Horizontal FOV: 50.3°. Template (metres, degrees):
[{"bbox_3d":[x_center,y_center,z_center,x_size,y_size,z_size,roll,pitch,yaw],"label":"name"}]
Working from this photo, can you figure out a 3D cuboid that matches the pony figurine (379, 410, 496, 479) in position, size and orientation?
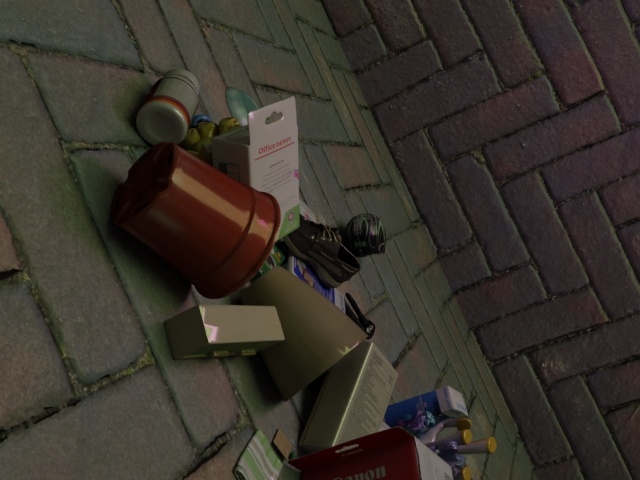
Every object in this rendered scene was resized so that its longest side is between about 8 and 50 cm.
[{"bbox_3d":[0.262,0.612,1.919,0.351,0.363,0.303,-20,93,-53],"label":"pony figurine"}]

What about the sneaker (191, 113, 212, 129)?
[{"bbox_3d":[-0.295,-0.270,1.878,0.188,0.067,0.078,41,52,-50],"label":"sneaker"}]

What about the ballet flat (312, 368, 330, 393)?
[{"bbox_3d":[0.056,0.413,1.910,0.280,0.095,0.096,23,55,-60],"label":"ballet flat"}]

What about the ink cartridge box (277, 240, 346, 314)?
[{"bbox_3d":[-0.025,0.192,1.994,0.307,0.072,0.303,53,22,-34],"label":"ink cartridge box"}]

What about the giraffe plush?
[{"bbox_3d":[-0.262,-0.195,1.748,0.210,0.181,0.170,-96,173,-57],"label":"giraffe plush"}]

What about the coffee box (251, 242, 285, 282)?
[{"bbox_3d":[-0.161,0.045,1.861,0.113,0.040,0.184,59,21,-14],"label":"coffee box"}]

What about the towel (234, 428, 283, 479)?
[{"bbox_3d":[-0.129,0.491,1.472,0.113,0.023,0.152,62,21,-11],"label":"towel"}]

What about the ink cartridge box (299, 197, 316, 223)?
[{"bbox_3d":[-0.059,-0.023,2.150,0.109,0.062,0.209,45,29,-44],"label":"ink cartridge box"}]

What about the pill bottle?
[{"bbox_3d":[-0.366,-0.330,1.672,0.121,0.121,0.221,53,24,-30],"label":"pill bottle"}]

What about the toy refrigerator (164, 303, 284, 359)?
[{"bbox_3d":[-0.200,0.201,1.479,0.269,0.102,0.094,10,57,-59],"label":"toy refrigerator"}]

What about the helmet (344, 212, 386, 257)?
[{"bbox_3d":[0.168,-0.021,2.552,0.169,0.169,0.161,-6,89,-68],"label":"helmet"}]

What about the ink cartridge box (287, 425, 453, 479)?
[{"bbox_3d":[0.117,0.572,1.570,0.272,0.309,0.130,46,28,-39],"label":"ink cartridge box"}]

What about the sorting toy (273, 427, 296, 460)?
[{"bbox_3d":[-0.083,0.489,1.599,0.083,0.012,0.062,57,17,-12],"label":"sorting toy"}]

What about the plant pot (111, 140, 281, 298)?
[{"bbox_3d":[-0.271,-0.054,1.436,0.265,0.272,0.272,37,34,-38],"label":"plant pot"}]

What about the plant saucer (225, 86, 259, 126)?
[{"bbox_3d":[-0.234,-0.417,2.203,0.195,0.037,0.195,50,25,-34],"label":"plant saucer"}]

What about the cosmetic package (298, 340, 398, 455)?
[{"bbox_3d":[0.079,0.431,1.759,0.160,0.113,0.309,53,46,-32],"label":"cosmetic package"}]

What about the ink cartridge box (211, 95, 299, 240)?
[{"bbox_3d":[-0.156,-0.170,1.680,0.207,0.119,0.353,-34,131,-50],"label":"ink cartridge box"}]

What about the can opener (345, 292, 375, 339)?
[{"bbox_3d":[0.123,0.258,2.305,0.059,0.073,0.186,-47,113,-26],"label":"can opener"}]

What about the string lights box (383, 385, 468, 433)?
[{"bbox_3d":[0.315,0.544,2.141,0.133,0.259,0.077,38,34,-51],"label":"string lights box"}]

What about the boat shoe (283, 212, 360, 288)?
[{"bbox_3d":[0.000,0.000,2.004,0.355,0.130,0.132,46,24,-42],"label":"boat shoe"}]

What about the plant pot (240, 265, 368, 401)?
[{"bbox_3d":[-0.066,0.207,1.679,0.274,0.256,0.256,52,19,9],"label":"plant pot"}]
